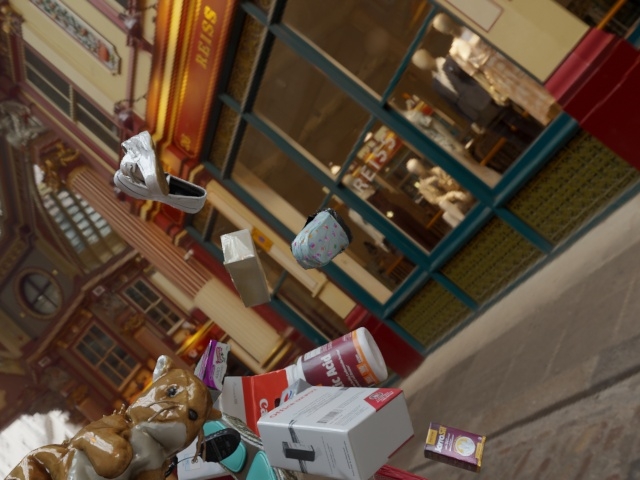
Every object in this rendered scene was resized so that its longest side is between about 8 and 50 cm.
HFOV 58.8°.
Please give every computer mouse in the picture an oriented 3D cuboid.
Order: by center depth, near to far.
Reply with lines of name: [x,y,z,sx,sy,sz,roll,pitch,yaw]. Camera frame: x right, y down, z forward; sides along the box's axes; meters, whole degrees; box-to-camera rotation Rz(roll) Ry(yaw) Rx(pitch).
computer mouse: [-0.313,0.529,1.406,0.242,0.071,0.041,-19,13,-11]

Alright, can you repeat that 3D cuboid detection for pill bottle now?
pill bottle: [0.045,0.521,2.240,0.392,0.224,0.224,-27,-3,9]

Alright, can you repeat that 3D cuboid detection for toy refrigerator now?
toy refrigerator: [-0.223,0.090,1.697,0.094,0.102,0.269,-14,-33,-4]

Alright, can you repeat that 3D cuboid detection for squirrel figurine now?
squirrel figurine: [-0.389,0.411,1.135,0.370,0.281,0.397,-48,11,-22]

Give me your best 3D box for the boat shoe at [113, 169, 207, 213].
boat shoe: [-0.447,-0.159,1.611,0.084,0.258,0.095,-47,36,47]

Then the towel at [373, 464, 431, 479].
towel: [0.234,0.665,1.528,0.275,0.198,0.031,78,-149,-56]

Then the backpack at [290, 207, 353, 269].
backpack: [0.000,0.000,1.649,0.182,0.152,0.115,-42,6,-32]

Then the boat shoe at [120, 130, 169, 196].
boat shoe: [-0.435,-0.175,1.379,0.096,0.277,0.098,-20,-54,-12]

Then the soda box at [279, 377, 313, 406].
soda box: [0.014,0.534,1.685,0.091,0.286,0.098,-44,19,29]

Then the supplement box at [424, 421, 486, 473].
supplement box: [0.453,0.698,1.916,0.081,0.188,0.104,76,-150,-51]

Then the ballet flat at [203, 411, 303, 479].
ballet flat: [-0.154,0.608,1.520,0.483,0.182,0.164,24,94,53]

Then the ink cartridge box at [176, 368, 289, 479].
ink cartridge box: [-0.285,0.602,1.877,0.385,0.308,0.091,-13,-27,3]

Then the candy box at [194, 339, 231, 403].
candy box: [-0.353,0.435,1.783,0.233,0.071,0.159,125,157,-49]

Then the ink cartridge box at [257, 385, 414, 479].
ink cartridge box: [0.029,0.405,1.221,0.273,0.114,0.197,-11,5,43]
